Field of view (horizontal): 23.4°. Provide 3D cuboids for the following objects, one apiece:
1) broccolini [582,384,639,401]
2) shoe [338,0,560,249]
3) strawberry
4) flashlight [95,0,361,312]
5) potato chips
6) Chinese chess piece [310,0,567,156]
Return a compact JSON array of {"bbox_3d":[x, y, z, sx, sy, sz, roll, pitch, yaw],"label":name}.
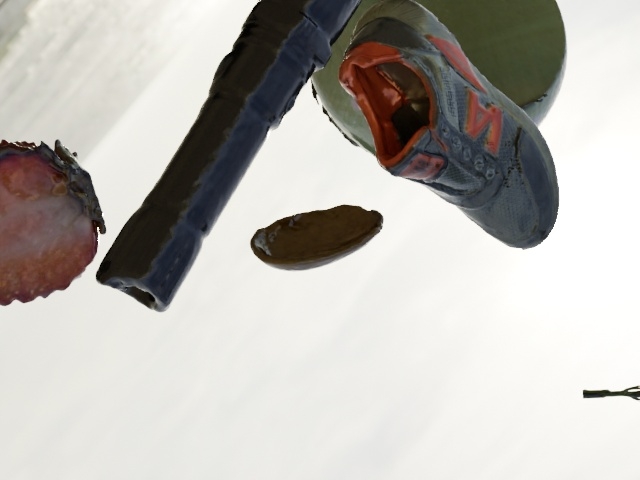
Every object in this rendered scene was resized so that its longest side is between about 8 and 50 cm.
[{"bbox_3d":[0.485,0.249,2.466,0.030,0.140,0.035,-102,-169,-73],"label":"broccolini"},{"bbox_3d":[0.138,-0.107,1.733,0.132,0.336,0.171,-32,-169,38],"label":"shoe"},{"bbox_3d":[-0.366,-0.019,1.725,0.236,0.190,0.111,-27,-151,-14],"label":"strawberry"},{"bbox_3d":[-0.086,-0.118,1.511,0.424,0.103,0.103,-59,-169,-17],"label":"flashlight"},{"bbox_3d":[0.000,0.000,2.303,0.202,0.049,0.150,-27,-142,-26],"label":"potato chips"},{"bbox_3d":[0.153,-0.256,2.065,0.349,0.349,0.146,-54,173,-28],"label":"Chinese chess piece"}]
